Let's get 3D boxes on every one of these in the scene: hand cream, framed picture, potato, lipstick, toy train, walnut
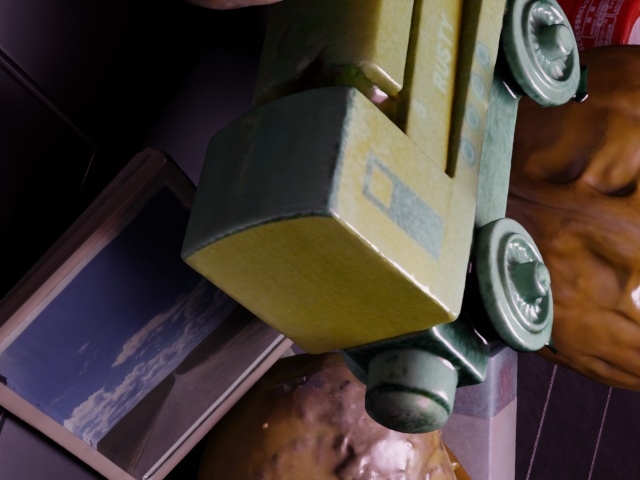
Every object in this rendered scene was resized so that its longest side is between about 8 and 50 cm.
[{"bbox_3d":[0.317,-0.206,1.798,0.193,0.125,0.193,-27,122,-56],"label":"hand cream"},{"bbox_3d":[-0.119,0.066,1.047,0.189,0.023,0.260,-46,146,-6],"label":"framed picture"},{"bbox_3d":[0.008,0.209,1.217,0.229,0.229,0.266,-59,145,-38],"label":"potato"},{"bbox_3d":[0.165,0.285,1.681,0.080,0.076,0.371,-29,123,-58],"label":"lipstick"},{"bbox_3d":[0.053,-0.079,1.046,0.253,0.160,0.397,40,47,-37],"label":"toy train"},{"bbox_3d":[0.338,-0.022,1.589,0.308,0.398,0.354,18,85,-74],"label":"walnut"}]

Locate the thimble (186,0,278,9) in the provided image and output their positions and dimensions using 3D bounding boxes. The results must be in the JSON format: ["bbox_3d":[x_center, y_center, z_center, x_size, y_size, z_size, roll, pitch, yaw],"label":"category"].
[{"bbox_3d":[-0.053,-0.272,0.973,0.148,0.196,0.229,55,48,-52],"label":"thimble"}]

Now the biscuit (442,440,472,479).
[{"bbox_3d":[0.103,0.256,1.401,0.037,0.262,0.262,-30,131,-16],"label":"biscuit"}]

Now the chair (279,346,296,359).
[{"bbox_3d":[0.000,0.000,1.218,0.270,0.136,0.147,56,47,-49],"label":"chair"}]
